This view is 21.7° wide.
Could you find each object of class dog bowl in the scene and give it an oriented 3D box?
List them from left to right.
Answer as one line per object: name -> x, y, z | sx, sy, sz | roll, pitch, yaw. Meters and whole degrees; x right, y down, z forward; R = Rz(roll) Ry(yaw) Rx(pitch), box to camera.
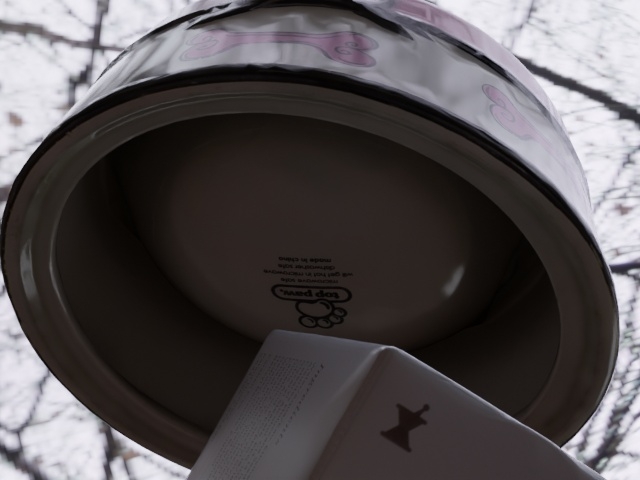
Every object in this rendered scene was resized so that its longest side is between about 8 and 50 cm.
dog bowl -> 0.000, 0.000, 1.131 | 0.408, 0.150, 0.408 | 7, -44, 6

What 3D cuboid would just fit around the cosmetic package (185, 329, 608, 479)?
cosmetic package -> 0.026, 0.142, 0.734 | 0.151, 0.184, 0.151 | 32, -99, -13
